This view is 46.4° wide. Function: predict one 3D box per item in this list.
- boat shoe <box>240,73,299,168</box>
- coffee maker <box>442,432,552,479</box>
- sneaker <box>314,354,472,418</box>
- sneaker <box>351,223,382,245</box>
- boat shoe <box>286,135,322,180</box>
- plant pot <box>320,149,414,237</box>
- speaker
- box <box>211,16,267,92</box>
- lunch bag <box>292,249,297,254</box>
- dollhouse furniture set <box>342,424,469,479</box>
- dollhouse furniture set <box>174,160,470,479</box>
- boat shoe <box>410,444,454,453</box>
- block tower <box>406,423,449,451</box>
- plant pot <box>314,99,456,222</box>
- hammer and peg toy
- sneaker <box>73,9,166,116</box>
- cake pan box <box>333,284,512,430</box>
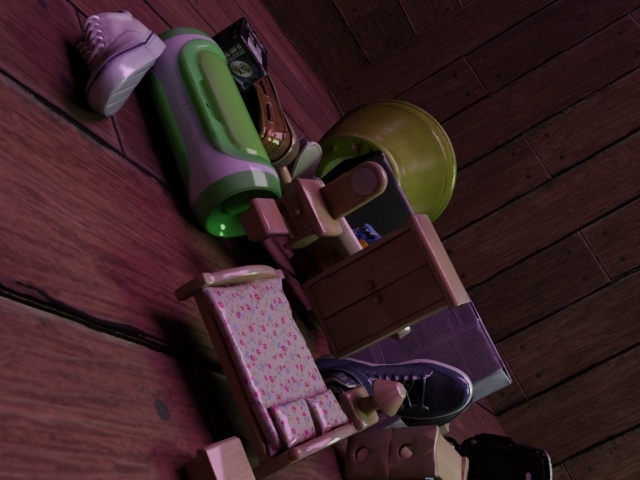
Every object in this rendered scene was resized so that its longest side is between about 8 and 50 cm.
[{"bbox_3d":[-0.139,-0.268,1.397,0.104,0.111,0.307,33,17,-52],"label":"boat shoe"},{"bbox_3d":[0.261,0.344,1.112,0.171,0.120,0.178,34,-9,26],"label":"coffee maker"},{"bbox_3d":[0.081,0.204,0.962,0.163,0.226,0.086,-13,105,-78],"label":"sneaker"},{"bbox_3d":[0.076,0.016,1.332,0.211,0.080,0.081,157,-88,-82],"label":"sneaker"},{"bbox_3d":[-0.050,-0.150,1.508,0.068,0.081,0.227,47,-18,13],"label":"boat shoe"},{"bbox_3d":[0.060,-0.054,1.509,0.188,0.167,0.187,63,-21,-9],"label":"plant pot"},{"bbox_3d":[-0.153,-0.153,1.024,0.131,0.131,0.296,41,21,-60],"label":"speaker"},{"bbox_3d":[-0.170,-0.293,1.260,0.077,0.147,0.180,55,11,-24],"label":"box"},{"bbox_3d":[0.000,0.000,1.391,0.067,0.098,0.065,49,9,-5],"label":"lunch bag"},{"bbox_3d":[0.108,0.352,0.962,0.129,0.129,0.183,50,39,-44],"label":"dollhouse furniture set"},{"bbox_3d":[-0.009,0.047,0.753,0.356,0.174,0.303,-2,63,-61],"label":"dollhouse furniture set"},{"bbox_3d":[0.201,0.393,1.245,0.306,0.105,0.113,46,18,-52],"label":"boat shoe"},{"bbox_3d":[0.125,0.225,1.380,0.335,0.097,0.091,61,11,-1],"label":"block tower"},{"bbox_3d":[0.119,-0.152,1.800,0.366,0.367,0.353,60,22,0],"label":"plant pot"},{"bbox_3d":[-0.008,0.020,1.155,0.265,0.127,0.361,59,-15,-12],"label":"hammer and peg toy"},{"bbox_3d":[-0.253,-0.219,0.891,0.091,0.094,0.258,37,13,-18],"label":"sneaker"},{"bbox_3d":[0.148,0.173,1.214,0.070,0.246,0.266,48,15,-47],"label":"cake pan box"}]
